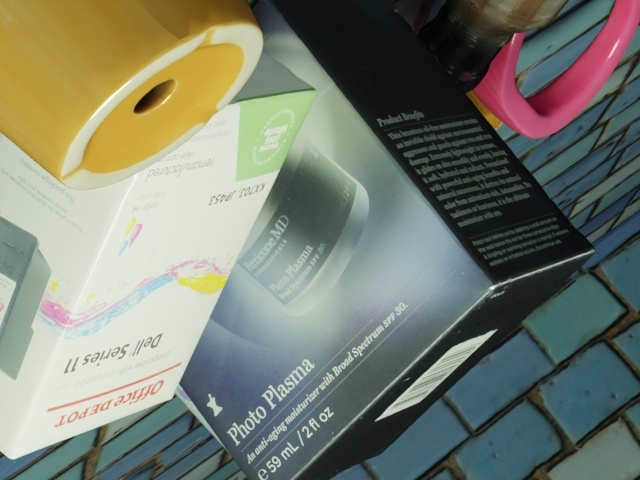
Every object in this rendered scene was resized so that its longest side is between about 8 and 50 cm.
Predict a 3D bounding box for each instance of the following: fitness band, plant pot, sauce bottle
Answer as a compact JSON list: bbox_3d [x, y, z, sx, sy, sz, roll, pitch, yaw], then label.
[{"bbox_3d":[0.232,-0.203,1.905,0.209,0.054,0.291,-57,157,1],"label":"fitness band"},{"bbox_3d":[-0.134,-0.137,1.022,0.205,0.188,0.205,-36,166,-10],"label":"plant pot"},{"bbox_3d":[0.179,-0.251,1.645,0.111,0.111,0.344,-27,163,-41],"label":"sauce bottle"}]

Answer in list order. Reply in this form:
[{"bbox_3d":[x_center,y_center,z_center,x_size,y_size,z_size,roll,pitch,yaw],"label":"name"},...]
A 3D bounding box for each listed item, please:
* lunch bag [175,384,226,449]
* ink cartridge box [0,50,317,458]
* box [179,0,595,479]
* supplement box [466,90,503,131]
[{"bbox_3d":[-0.023,0.076,1.937,0.262,0.223,0.160,-45,173,25],"label":"lunch bag"},{"bbox_3d":[-0.163,0.022,1.419,0.207,0.119,0.353,-17,138,-58],"label":"ink cartridge box"},{"bbox_3d":[0.000,0.000,1.595,0.296,0.294,0.182,-47,162,31],"label":"box"},{"bbox_3d":[0.098,-0.114,1.948,0.233,0.080,0.078,-28,165,-49],"label":"supplement box"}]
